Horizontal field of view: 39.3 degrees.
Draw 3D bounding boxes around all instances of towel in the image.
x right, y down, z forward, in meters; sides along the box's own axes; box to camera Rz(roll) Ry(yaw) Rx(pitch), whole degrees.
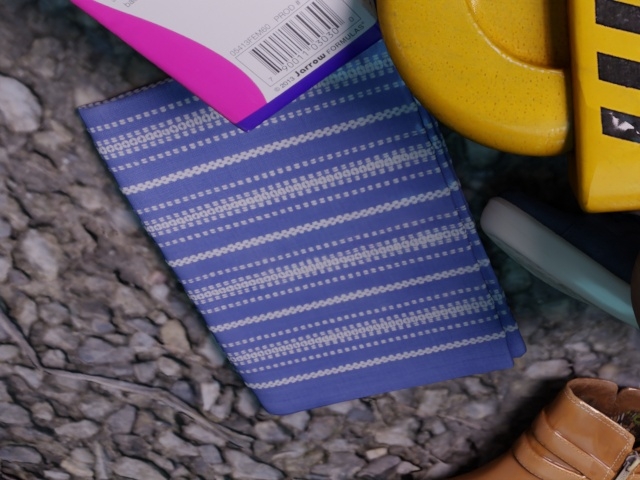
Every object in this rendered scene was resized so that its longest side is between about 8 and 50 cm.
[{"bbox_3d":[0.000,0.000,0.695,0.243,0.040,0.336,-16,123,17],"label":"towel"}]

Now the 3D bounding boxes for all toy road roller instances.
[{"bbox_3d":[0.161,-0.065,0.477,0.241,0.202,0.329,-2,97,15],"label":"toy road roller"}]

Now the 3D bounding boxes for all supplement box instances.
[{"bbox_3d":[-0.078,-0.176,0.476,0.111,0.113,0.220,-31,138,24],"label":"supplement box"}]

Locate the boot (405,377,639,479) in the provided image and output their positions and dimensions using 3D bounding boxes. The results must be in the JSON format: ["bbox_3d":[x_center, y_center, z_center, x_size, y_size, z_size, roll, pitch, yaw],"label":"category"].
[{"bbox_3d":[0.176,0.214,0.794,0.284,0.109,0.220,12,129,-8],"label":"boot"}]

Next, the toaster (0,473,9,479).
[{"bbox_3d":[-0.324,0.334,0.920,0.186,0.110,0.168,26,124,-15],"label":"toaster"}]

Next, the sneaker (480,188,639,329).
[{"bbox_3d":[0.294,0.012,0.641,0.350,0.131,0.148,24,94,0],"label":"sneaker"}]
